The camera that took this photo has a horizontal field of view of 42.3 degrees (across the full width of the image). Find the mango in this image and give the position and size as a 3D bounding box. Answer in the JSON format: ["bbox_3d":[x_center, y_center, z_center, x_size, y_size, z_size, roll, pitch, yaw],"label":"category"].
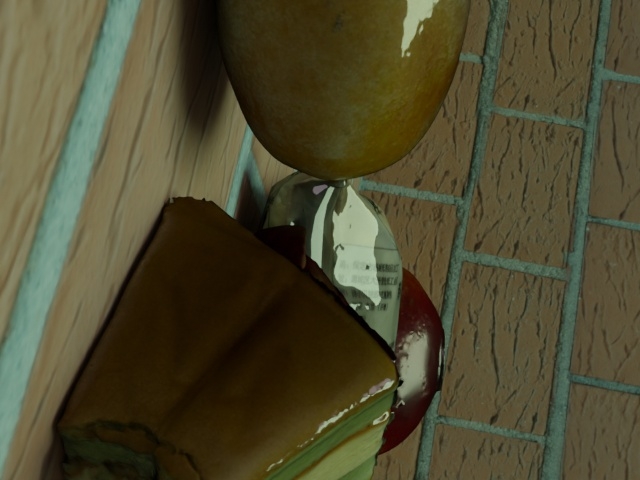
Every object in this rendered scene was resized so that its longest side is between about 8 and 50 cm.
[{"bbox_3d":[0.015,-0.224,0.620,0.221,0.198,0.384,-56,144,-63],"label":"mango"}]

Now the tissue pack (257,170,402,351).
[{"bbox_3d":[-0.002,0.104,1.052,0.375,0.195,0.390,2,98,-81],"label":"tissue pack"}]

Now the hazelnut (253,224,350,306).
[{"bbox_3d":[-0.034,0.086,0.778,0.170,0.160,0.202,-124,-143,-48],"label":"hazelnut"}]

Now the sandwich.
[{"bbox_3d":[-0.095,0.107,0.576,0.198,0.227,0.155,-30,145,-33],"label":"sandwich"}]

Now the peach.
[{"bbox_3d":[0.084,0.219,1.593,0.335,0.309,0.406,99,5,-54],"label":"peach"}]
